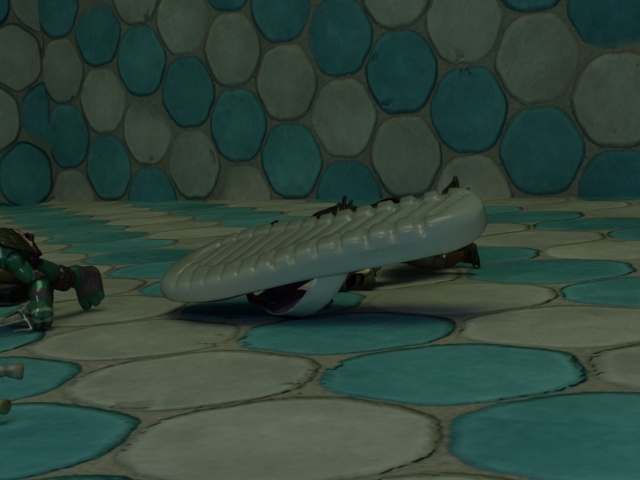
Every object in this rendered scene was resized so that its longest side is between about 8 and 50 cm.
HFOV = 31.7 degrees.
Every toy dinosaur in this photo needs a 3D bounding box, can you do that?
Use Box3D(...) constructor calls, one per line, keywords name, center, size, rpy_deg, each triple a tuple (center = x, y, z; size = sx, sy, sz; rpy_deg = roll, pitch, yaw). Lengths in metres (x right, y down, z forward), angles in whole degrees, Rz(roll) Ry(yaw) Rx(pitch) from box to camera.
Box3D(name="toy dinosaur", center=(0.111, -0.009, 1.574), size=(0.200, 0.127, 0.296), rpy_deg=(-9, -1, 13))

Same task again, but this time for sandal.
Box3D(name="sandal", center=(-0.006, 0.038, 1.291), size=(0.416, 0.102, 0.169), rpy_deg=(-12, 17, 29))

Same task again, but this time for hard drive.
Box3D(name="hard drive", center=(-0.466, 0.074, 1.567), size=(0.135, 0.022, 0.094), rpy_deg=(-2, 6, 16))

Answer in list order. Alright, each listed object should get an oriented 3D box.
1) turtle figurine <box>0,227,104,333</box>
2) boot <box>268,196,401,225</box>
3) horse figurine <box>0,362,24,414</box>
Box3D(name="turtle figurine", center=(-0.372, 0.043, 1.344), size=(0.175, 0.118, 0.234), rpy_deg=(21, 2, 26))
Box3D(name="boot", center=(0.000, 0.000, 1.774), size=(0.229, 0.091, 0.263), rpy_deg=(-15, 8, -37))
Box3D(name="horse figurine", center=(-0.336, 0.118, 0.881), size=(0.174, 0.066, 0.263), rpy_deg=(-1, 1, -29))
